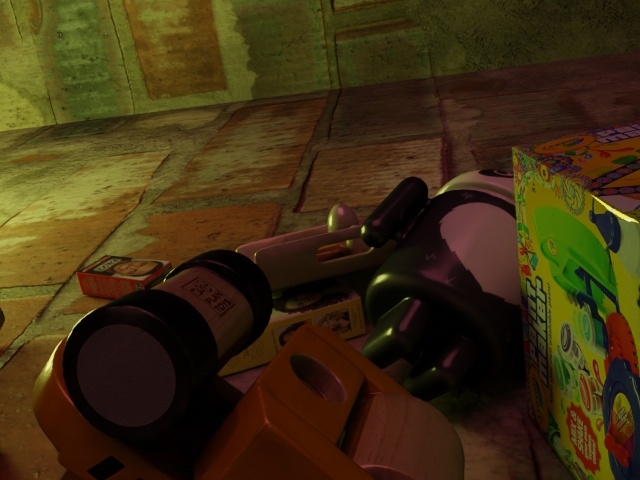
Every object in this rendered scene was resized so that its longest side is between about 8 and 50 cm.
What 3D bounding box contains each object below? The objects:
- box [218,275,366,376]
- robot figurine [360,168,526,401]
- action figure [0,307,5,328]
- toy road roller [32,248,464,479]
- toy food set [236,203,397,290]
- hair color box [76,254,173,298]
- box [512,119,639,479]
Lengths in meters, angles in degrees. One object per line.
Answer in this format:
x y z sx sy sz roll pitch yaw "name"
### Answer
-0.066 0.110 0.927 0.232 0.058 0.087 -16 23 -14 "box"
0.160 0.043 0.802 0.174 0.209 0.278 7 45 42 "robot figurine"
-0.616 0.146 0.916 0.330 0.178 0.341 -17 -1 -5 "action figure"
-0.071 0.180 0.573 0.330 0.240 0.202 36 16 4 "toy road roller"
0.000 0.000 1.020 0.220 0.092 0.306 -13 2 -10 "toy food set"
-0.309 0.060 1.152 0.141 0.043 0.072 5 26 28 "hair color box"
0.294 0.079 0.566 0.177 0.289 0.279 -12 23 -5 "box"
